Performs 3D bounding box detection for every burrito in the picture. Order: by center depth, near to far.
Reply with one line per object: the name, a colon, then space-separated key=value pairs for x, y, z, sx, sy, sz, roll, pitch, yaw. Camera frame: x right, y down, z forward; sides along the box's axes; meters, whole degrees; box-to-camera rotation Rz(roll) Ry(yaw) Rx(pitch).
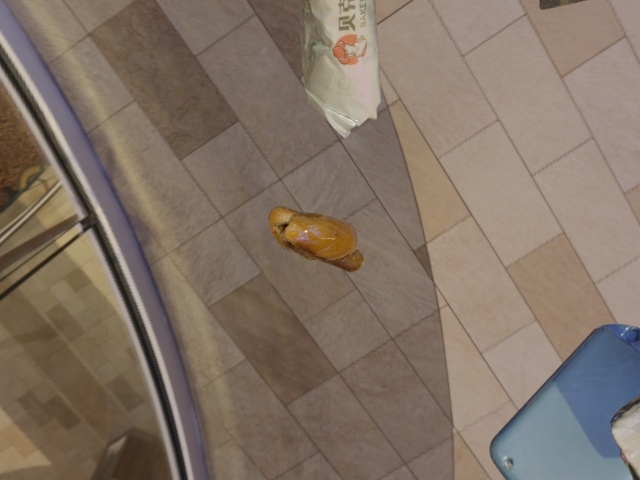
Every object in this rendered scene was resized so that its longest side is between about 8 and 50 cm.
burrito: x=0.011 y=-0.172 z=0.474 sx=0.064 sy=0.064 sz=0.203 roll=-8 pitch=136 yaw=1

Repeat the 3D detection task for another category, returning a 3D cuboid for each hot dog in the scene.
hot dog: x=-0.002 y=0.000 z=0.773 sx=0.089 sy=0.140 sz=0.060 roll=14 pitch=90 yaw=36

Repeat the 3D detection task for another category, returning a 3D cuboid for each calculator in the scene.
calculator: x=0.248 y=0.168 z=0.583 sx=0.210 sy=0.121 sz=0.039 roll=-47 pitch=139 yaw=-3

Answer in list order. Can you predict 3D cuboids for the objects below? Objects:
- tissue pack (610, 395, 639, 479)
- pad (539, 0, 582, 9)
tissue pack: x=0.226 y=0.129 z=0.355 sx=0.103 sy=0.090 sz=0.170 roll=-33 pitch=141 yaw=9
pad: x=0.390 y=-0.394 z=0.850 sx=0.211 sy=0.003 sz=0.143 roll=-1 pitch=91 yaw=39
